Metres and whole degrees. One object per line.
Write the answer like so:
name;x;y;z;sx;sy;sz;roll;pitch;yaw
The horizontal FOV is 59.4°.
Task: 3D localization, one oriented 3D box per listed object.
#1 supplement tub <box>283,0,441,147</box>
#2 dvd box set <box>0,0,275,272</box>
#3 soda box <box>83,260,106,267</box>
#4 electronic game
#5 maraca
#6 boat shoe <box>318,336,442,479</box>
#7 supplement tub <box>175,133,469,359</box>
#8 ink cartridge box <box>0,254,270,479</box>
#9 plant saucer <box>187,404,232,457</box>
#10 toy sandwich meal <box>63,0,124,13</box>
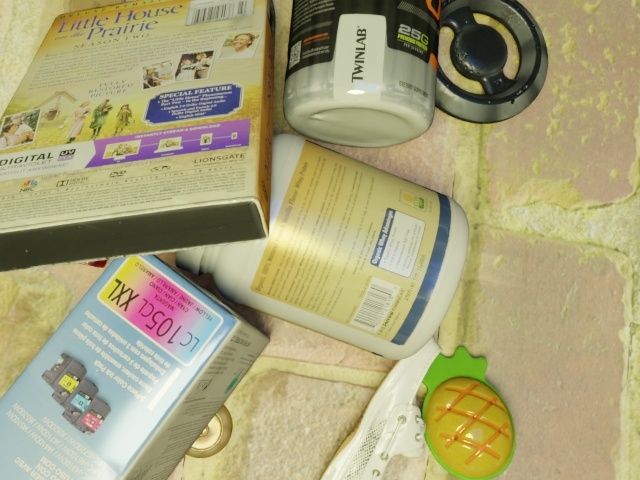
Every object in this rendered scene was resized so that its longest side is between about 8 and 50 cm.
supplement tub;0.062;-0.315;0.777;0.207;0.207;0.337;5;83;-7
dvd box set;-0.207;-0.157;0.649;0.308;0.062;0.420;-8;49;4
soda box;-0.412;-0.036;0.734;0.264;0.092;0.083;14;83;-6
electronic game;0.247;-0.293;0.880;0.230;0.048;0.229;1;82;-7
maraca;0.202;0.240;0.792;0.127;0.099;0.185;-7;59;-6
boat shoe;0.100;0.258;0.762;0.096;0.098;0.277;31;89;19
supplement tub;0.000;0.000;0.720;0.317;0.228;0.228;21;81;-6
ink cartridge box;-0.242;0.220;0.633;0.151;0.270;0.395;33;79;9
plant saucer;-0.163;0.260;0.775;0.084;0.015;0.083;1;83;-8
toy sandwich meal;-0.325;-0.333;0.815;0.086;0.029;0.085;2;79;-12
